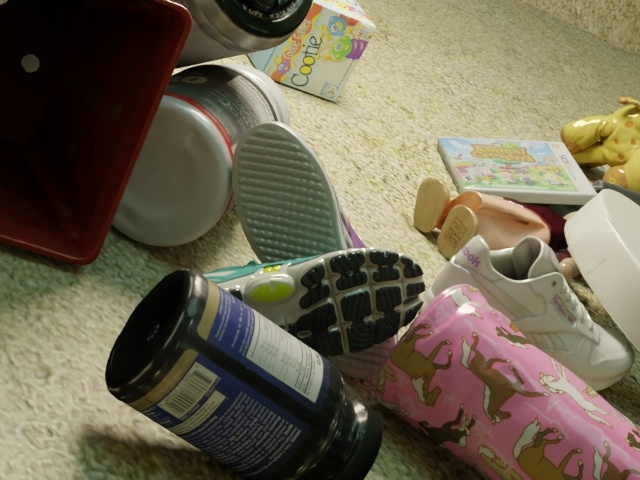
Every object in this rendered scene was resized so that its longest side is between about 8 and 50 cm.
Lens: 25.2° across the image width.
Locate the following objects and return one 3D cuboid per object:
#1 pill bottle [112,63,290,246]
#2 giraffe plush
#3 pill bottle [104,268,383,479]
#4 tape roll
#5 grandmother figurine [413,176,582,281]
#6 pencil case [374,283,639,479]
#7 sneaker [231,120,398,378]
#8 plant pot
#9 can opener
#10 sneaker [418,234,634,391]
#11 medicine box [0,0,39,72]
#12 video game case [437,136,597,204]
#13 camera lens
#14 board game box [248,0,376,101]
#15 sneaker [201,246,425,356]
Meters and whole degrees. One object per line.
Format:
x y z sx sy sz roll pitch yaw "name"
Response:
-0.136 -0.107 1.587 0.161 0.161 0.283 31 21 4 "pill bottle"
0.546 -0.141 2.547 0.181 0.210 0.170 8 59 -49 "giraffe plush"
-0.058 0.129 1.193 0.219 0.123 0.123 36 18 -22 "pill bottle"
0.475 0.095 1.888 0.392 0.072 0.392 41 20 -19 "tape roll"
0.295 -0.012 2.007 0.342 0.104 0.208 5 41 -42 "grandmother figurine"
0.232 0.199 1.380 0.386 0.160 0.167 37 -19 20 "pencil case"
-0.001 0.001 1.507 0.282 0.102 0.161 66 15 -8 "sneaker"
-0.318 -0.166 1.398 0.267 0.267 0.236 19 11 -25 "plant pot"
0.456 -0.052 2.355 0.280 0.074 0.093 10 62 -36 "can opener"
0.267 0.085 1.681 0.305 0.152 0.114 19 22 -29 "sneaker"
-0.369 -0.329 1.801 0.289 0.149 0.263 38 24 22 "medicine box"
0.303 -0.111 2.234 0.212 0.023 0.193 2 28 -9 "video game case"
-0.157 -0.301 1.576 0.274 0.219 0.219 -6 -4 39 "camera lens"
-0.044 -0.360 2.287 0.142 0.144 0.275 17 25 -30 "board game box"
-0.032 0.049 1.375 0.275 0.107 0.110 -6 22 -18 "sneaker"
